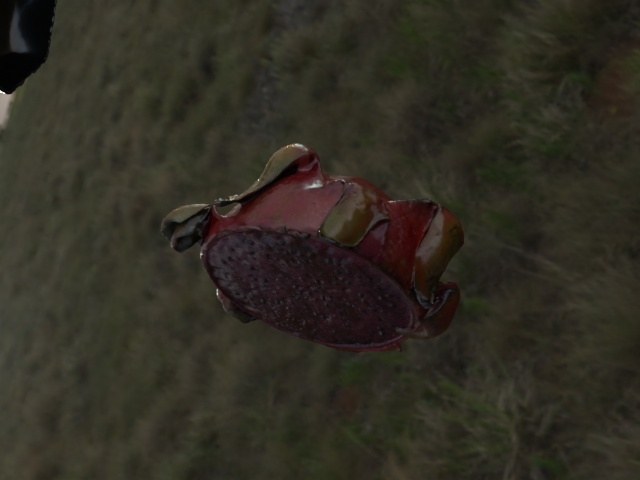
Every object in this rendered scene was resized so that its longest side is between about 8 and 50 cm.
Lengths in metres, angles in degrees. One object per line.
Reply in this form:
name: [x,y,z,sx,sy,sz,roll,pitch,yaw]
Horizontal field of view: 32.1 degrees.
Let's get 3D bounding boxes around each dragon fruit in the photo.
dragon fruit: [0.005,0.003,0.523,0.112,0.126,0.068,67,-145,-52]

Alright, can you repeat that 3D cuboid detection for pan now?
pan: [-0.209,-0.163,0.629,0.202,0.048,0.128,56,-143,-75]
